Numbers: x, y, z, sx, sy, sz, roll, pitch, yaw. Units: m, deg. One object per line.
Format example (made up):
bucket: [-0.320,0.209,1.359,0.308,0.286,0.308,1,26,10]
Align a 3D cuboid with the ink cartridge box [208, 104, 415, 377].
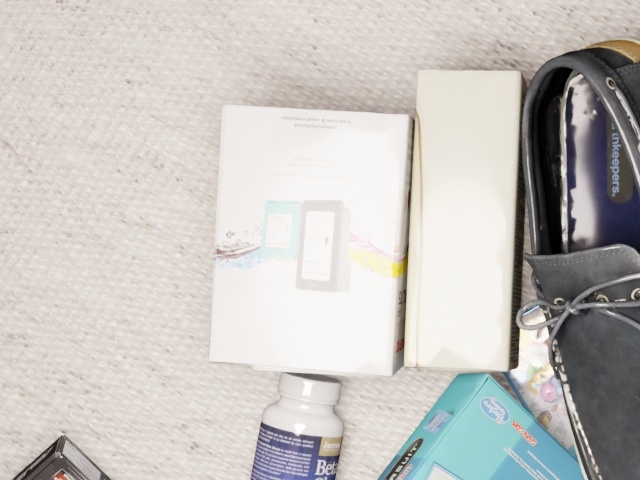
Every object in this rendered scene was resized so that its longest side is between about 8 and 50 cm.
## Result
ink cartridge box: [0.000,0.000,1.624,0.197,0.198,0.270,4,91,9]

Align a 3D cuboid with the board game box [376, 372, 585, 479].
board game box: [0.146,0.345,1.563,0.254,0.079,0.336,44,73,-11]

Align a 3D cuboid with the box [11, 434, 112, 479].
box: [-0.275,0.386,1.699,0.216,0.060,0.270,-41,102,6]

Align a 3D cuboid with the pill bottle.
pill bottle: [-0.025,0.234,1.680,0.094,0.094,0.169,11,92,9]

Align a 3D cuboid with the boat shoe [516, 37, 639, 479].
boat shoe: [0.287,0.042,1.520,0.186,0.156,0.500,-6,87,42]

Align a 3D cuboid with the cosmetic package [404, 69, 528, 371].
cosmetic package: [0.159,-0.017,1.610,0.113,0.160,0.309,1,86,11]

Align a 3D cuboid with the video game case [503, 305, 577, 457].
video game case: [0.272,0.149,1.671,0.119,0.015,0.166,-32,85,8]
